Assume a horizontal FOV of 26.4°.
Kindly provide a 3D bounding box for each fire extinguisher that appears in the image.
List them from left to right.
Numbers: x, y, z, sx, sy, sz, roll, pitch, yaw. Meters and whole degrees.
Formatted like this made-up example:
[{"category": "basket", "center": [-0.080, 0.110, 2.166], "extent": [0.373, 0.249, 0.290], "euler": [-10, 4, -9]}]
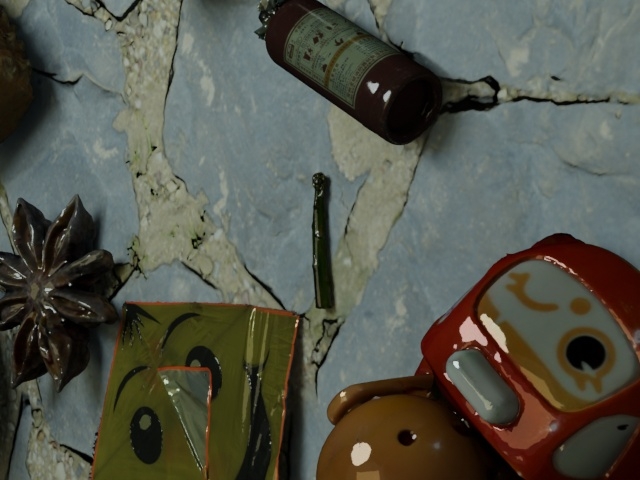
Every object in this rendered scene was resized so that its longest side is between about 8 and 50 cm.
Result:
[{"category": "fire extinguisher", "center": [0.017, -0.177, 1.222], "extent": [0.099, 0.071, 0.231], "euler": [-48, 52, -2]}]

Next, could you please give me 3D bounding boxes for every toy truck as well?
[{"category": "toy truck", "center": [0.129, 0.126, 0.985], "extent": [0.189, 0.239, 0.265], "euler": [51, 120, 31]}]

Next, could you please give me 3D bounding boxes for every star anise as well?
[{"category": "star anise", "center": [-0.307, 0.051, 1.501], "extent": [0.262, 0.081, 0.230], "euler": [24, 104, 35]}]

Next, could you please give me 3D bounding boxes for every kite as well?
[{"category": "kite", "center": [-0.144, 0.184, 1.369], "extent": [0.377, 0.013, 0.328], "euler": [-46, 53, 25]}]

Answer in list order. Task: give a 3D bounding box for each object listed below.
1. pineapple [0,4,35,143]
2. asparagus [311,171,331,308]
[{"category": "pineapple", "center": [-0.463, -0.254, 1.590], "extent": [0.202, 0.202, 0.362], "euler": [-50, 51, 30]}, {"category": "asparagus", "center": [0.000, 0.000, 1.261], "extent": [0.018, 0.015, 0.127], "euler": [-5, 86, 34]}]
